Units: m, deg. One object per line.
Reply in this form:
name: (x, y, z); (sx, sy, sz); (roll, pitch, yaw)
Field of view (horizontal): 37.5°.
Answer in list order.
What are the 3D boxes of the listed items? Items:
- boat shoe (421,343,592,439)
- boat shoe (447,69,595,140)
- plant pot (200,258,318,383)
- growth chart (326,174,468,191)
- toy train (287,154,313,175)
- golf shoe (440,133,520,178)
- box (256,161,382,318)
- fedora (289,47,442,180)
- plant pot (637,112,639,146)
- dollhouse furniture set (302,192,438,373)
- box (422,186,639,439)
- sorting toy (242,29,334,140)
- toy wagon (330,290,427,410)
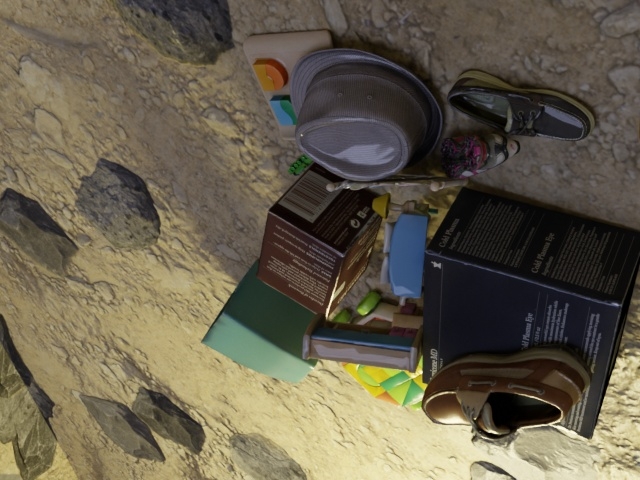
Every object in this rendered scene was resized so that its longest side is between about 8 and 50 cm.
boat shoe: (0.283, 0.257, 1.532); (0.122, 0.120, 0.324); (47, 139, -14)
boat shoe: (0.296, -0.190, 1.419); (0.223, 0.073, 0.080); (23, 140, 21)
plant pot: (-0.107, 0.198, 2.075); (0.234, 0.166, 0.165); (35, 143, -4)
growth chart: (0.129, -0.097, 1.594); (0.237, 0.172, 0.021); (2, 98, 37)
toy train: (-0.035, -0.146, 1.786); (0.023, 0.017, 0.083); (36, 144, -13)
golf shoe: (0.248, -0.134, 1.494); (0.186, 0.086, 0.067); (-165, 70, -76)
box: (0.000, 0.000, 1.777); (0.167, 0.168, 0.203); (30, 142, 14)
fedora: (0.056, -0.185, 1.548); (0.275, 0.124, 0.244); (13, 136, 15)
plant pot: (0.555, -0.144, 1.283); (0.236, 0.032, 0.236); (23, 140, 21)
dollhouse furniture set: (0.100, 0.046, 1.682); (0.198, 0.286, 0.303); (7, 102, 11)
box: (0.347, 0.122, 1.589); (0.312, 0.179, 0.343); (16, 137, 20)
sorting toy: (-0.033, -0.263, 1.649); (0.193, 0.038, 0.208); (6, 131, 36)
toy wagon: (0.172, 0.222, 1.937); (0.267, 0.068, 0.344); (44, 142, -5)
